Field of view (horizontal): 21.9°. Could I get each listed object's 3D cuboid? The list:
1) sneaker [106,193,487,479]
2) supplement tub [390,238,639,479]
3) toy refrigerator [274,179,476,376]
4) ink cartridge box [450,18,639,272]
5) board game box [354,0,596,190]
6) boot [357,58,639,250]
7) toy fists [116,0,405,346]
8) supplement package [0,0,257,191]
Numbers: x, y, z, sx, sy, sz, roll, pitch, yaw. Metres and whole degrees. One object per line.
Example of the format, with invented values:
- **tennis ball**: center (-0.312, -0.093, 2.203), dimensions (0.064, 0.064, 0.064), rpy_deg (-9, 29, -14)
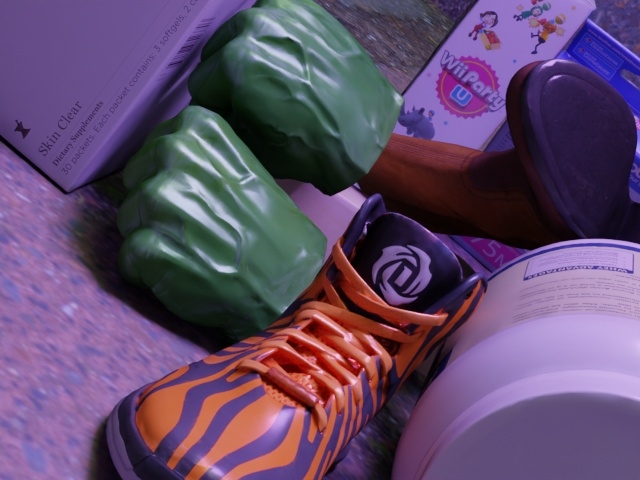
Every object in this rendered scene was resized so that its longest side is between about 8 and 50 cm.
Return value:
- **sneaker**: center (-0.005, 0.061, 0.958), dimensions (0.124, 0.180, 0.321), rpy_deg (40, 16, 4)
- **supplement tub**: center (0.170, 0.141, 1.033), dimensions (0.235, 0.235, 0.325), rpy_deg (39, 16, 1)
- **toy refrigerator**: center (0.000, 0.000, 1.313), dimensions (0.269, 0.094, 0.102), rpy_deg (34, 9, -20)
- **ink cartridge box**: center (0.260, -0.061, 1.699), dimensions (0.186, 0.311, 0.065), rpy_deg (41, 46, 7)
- **board game box**: center (0.145, -0.155, 1.667), dimensions (0.097, 0.303, 0.224), rpy_deg (37, 16, -2)
- **boot**: center (0.121, -0.067, 1.271), dimensions (0.280, 0.096, 0.264), rpy_deg (19, -14, 40)
- **toy fists**: center (-0.051, -0.061, 1.161), dimensions (0.142, 0.096, 0.279), rpy_deg (46, 53, -24)
- **supplement package**: center (-0.133, -0.192, 1.224), dimensions (0.145, 0.262, 0.204), rpy_deg (39, 16, 3)
